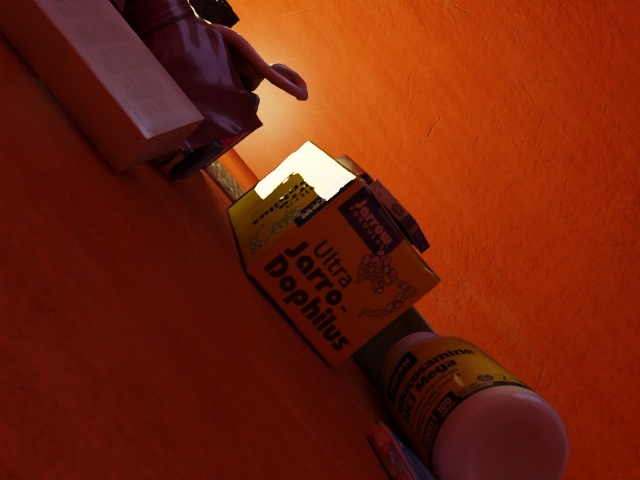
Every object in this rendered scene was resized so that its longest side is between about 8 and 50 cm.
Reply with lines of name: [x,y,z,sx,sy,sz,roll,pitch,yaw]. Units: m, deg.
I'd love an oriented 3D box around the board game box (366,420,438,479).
board game box: [0.146,0.326,0.736,0.145,0.027,0.281,52,1,-33]

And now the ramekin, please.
ramekin: [0.179,0.242,1.375,0.303,0.148,0.303,51,1,-2]

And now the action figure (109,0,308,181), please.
action figure: [-0.198,-0.273,0.849,0.248,0.275,0.370,-110,175,-67]

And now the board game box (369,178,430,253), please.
board game box: [0.109,-0.033,0.958,0.090,0.020,0.090,50,1,30]

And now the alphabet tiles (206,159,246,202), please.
alphabet tiles: [-0.212,-0.137,1.540,0.285,0.011,0.342,50,2,-15]

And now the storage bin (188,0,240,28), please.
storage bin: [-0.239,-0.447,1.264,0.180,0.084,0.122,48,0,-18]

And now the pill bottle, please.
pill bottle: [0.208,0.255,1.050,0.188,0.188,0.334,50,-3,-16]

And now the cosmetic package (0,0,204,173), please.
cosmetic package: [-0.229,-0.183,0.669,0.239,0.060,0.099,51,30,0]

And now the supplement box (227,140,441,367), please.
supplement box: [0.000,0.000,1.070,0.194,0.195,0.356,50,1,-19]

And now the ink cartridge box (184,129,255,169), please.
ink cartridge box: [-0.303,-0.338,1.200,0.270,0.151,0.395,52,4,37]

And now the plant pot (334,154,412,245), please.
plant pot: [0.029,-0.022,1.404,0.267,0.235,0.267,51,2,-22]
